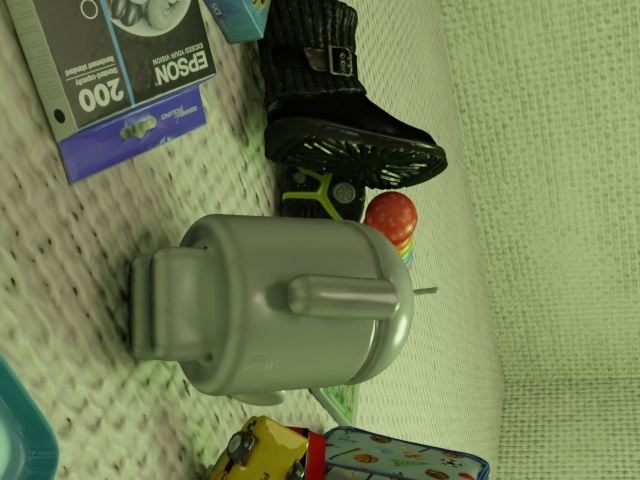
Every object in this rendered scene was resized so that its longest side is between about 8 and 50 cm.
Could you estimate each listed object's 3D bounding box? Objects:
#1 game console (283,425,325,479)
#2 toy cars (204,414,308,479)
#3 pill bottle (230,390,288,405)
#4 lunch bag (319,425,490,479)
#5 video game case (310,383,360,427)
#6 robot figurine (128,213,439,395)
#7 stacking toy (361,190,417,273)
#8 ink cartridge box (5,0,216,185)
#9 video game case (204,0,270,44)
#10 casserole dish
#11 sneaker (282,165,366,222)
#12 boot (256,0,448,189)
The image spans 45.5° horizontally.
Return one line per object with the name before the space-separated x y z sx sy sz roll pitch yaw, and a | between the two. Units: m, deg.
game console | -0.050 0.348 1.107 0.085 0.124 0.144 114 -19 -66
toy cars | -0.089 0.410 0.955 0.176 0.087 0.394 -10 97 -31
pill bottle | -0.078 0.145 1.060 0.086 0.086 0.152 58 33 -52
lunch bag | 0.118 0.390 1.251 0.243 0.303 0.115 -6 104 -69
video game case | 0.037 0.234 1.444 0.212 0.023 0.193 58 33 -51
robot figurine | -0.038 0.073 0.888 0.353 0.300 0.200 2 86 -30
stacking toy | 0.115 -0.006 1.403 0.330 0.141 0.141 89 3 -71
ink cartridge box | -0.197 -0.187 0.782 0.206 0.045 0.208 -37 123 -45
video game case | -0.137 -0.462 1.074 0.269 0.061 0.244 57 35 -53
casserole dish | -0.273 0.158 0.597 0.114 0.036 0.188 -70 149 -49
sneaker | 0.000 0.000 1.291 0.147 0.145 0.385 117 -26 -70
boot | 0.053 -0.237 1.224 0.347 0.131 0.260 11 64 -35
